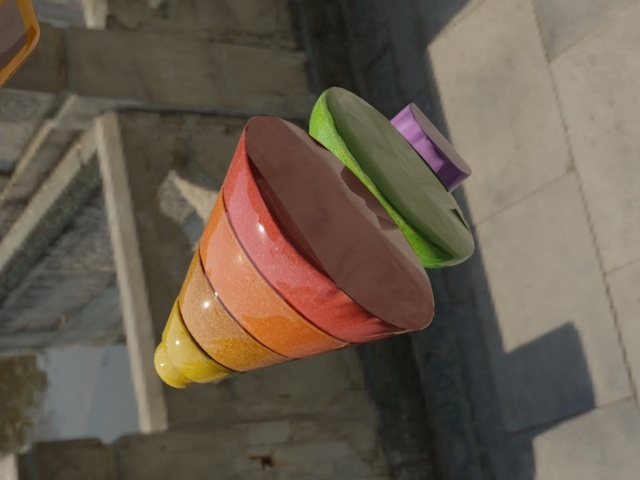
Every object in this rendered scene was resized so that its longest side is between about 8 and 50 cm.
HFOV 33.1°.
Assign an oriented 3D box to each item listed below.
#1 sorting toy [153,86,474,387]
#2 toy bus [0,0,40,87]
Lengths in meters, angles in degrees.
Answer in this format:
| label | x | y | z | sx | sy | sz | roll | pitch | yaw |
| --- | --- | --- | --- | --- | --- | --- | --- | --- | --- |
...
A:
| label | x | y | z | sx | sy | sz | roll | pitch | yaw |
| --- | --- | --- | --- | --- | --- | --- | --- | --- | --- |
| sorting toy | 0.000 | 0.000 | 0.619 | 0.126 | 0.365 | 0.127 | -41 | 90 | 19 |
| toy bus | -0.213 | -0.068 | 0.407 | 0.108 | 0.333 | 0.130 | 17 | 146 | 21 |
